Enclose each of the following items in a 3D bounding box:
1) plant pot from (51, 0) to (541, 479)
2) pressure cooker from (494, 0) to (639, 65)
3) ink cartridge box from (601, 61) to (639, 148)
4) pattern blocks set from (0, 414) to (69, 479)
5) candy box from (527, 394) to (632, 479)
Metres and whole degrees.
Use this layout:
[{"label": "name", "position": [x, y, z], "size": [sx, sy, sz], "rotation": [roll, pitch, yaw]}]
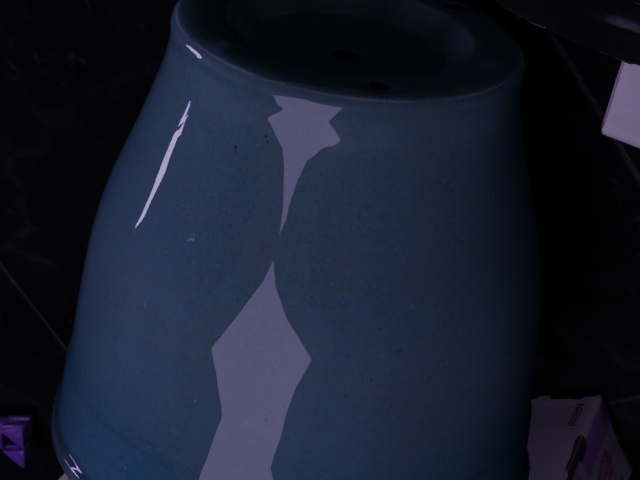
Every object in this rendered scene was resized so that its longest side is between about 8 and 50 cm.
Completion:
[{"label": "plant pot", "position": [0.000, 0.000, 0.990], "size": [0.271, 0.271, 0.255], "rotation": [17, 118, 17]}, {"label": "pressure cooker", "position": [0.179, -0.294, 0.527], "size": [0.369, 0.375, 0.420], "rotation": [12, 134, 13]}, {"label": "ink cartridge box", "position": [0.270, -0.111, 0.784], "size": [0.232, 0.171, 0.168], "rotation": [22, 135, 11]}, {"label": "pattern blocks set", "position": [-0.159, 0.259, 1.448], "size": [0.285, 0.026, 0.325], "rotation": [-24, 112, 41]}, {"label": "candy box", "position": [0.074, 0.175, 1.144], "size": [0.196, 0.165, 0.070], "rotation": [-4, 126, 32]}]
